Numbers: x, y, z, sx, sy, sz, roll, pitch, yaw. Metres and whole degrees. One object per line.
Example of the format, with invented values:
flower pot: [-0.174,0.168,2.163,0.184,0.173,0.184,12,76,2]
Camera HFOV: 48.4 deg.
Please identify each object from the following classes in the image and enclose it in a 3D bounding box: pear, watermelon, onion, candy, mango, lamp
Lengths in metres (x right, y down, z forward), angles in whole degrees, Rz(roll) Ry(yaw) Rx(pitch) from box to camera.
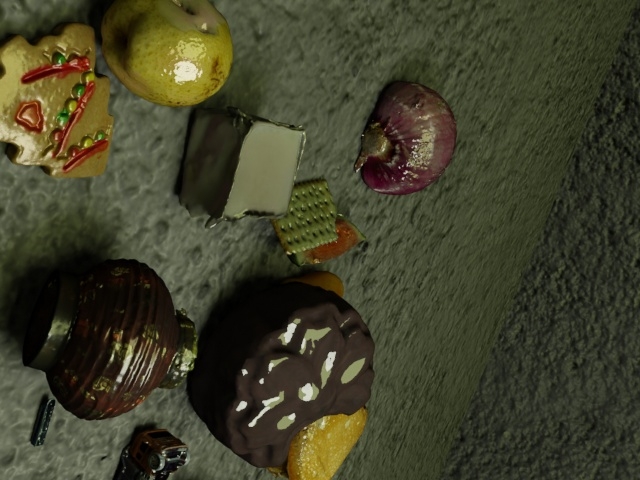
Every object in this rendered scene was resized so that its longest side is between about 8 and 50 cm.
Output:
pear: [-0.210,-0.267,0.967,0.178,0.178,0.178,-34,136,-41]
watermelon: [0.003,-0.004,1.495,0.245,0.119,0.063,-19,136,-53]
onion: [0.250,-0.227,1.681,0.349,0.159,0.267,-12,122,-52]
candy: [-0.135,-0.126,1.194,0.185,0.137,0.195,-5,112,-55]
mango: [-0.020,0.118,1.573,0.184,0.085,0.102,-2,110,-49]
lamp: [-0.301,0.143,1.037,0.247,0.247,0.246,-34,136,-41]

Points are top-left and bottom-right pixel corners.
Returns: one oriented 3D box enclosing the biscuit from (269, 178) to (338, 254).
biscuit: [-0.028,-0.049,1.433,0.203,0.016,0.144,-16,79,-49]

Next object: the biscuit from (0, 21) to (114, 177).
biscuit: [-0.348,-0.168,0.945,0.212,0.041,0.238,-53,145,-23]

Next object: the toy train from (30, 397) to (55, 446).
toy train: [-0.438,0.285,1.124,0.017,0.017,0.083,5,107,-59]

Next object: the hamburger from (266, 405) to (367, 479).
hamburger: [-0.013,0.438,1.708,0.314,0.170,0.289,-51,148,-25]

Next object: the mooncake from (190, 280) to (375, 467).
mooncake: [-0.065,0.262,1.430,0.381,0.212,0.350,-36,130,-21]

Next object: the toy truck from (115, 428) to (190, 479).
toy truck: [-0.328,0.444,1.325,0.083,0.092,0.192,15,106,-57]
